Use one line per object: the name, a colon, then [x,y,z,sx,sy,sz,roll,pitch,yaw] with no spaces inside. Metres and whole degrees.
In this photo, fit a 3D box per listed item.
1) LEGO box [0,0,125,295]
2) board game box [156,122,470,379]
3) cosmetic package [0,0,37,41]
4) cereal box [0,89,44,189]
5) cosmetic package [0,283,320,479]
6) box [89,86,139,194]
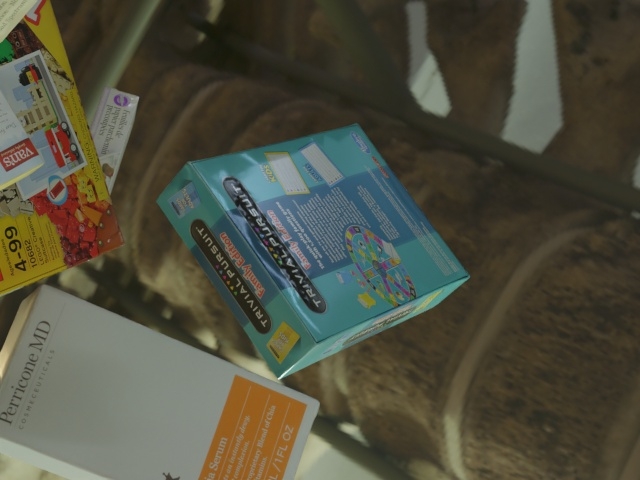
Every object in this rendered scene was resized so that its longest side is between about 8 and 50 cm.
LEGO box: [-0.504,-0.170,1.646,0.193,0.372,0.500,-11,-81,33]
board game box: [0.000,0.000,1.534,0.079,0.336,0.253,-45,-106,36]
cosmetic package: [-0.360,-0.254,1.010,0.160,0.309,0.113,-39,-111,35]
cereal box: [-0.442,-0.149,1.430,0.047,0.240,0.173,-24,-172,47]
cosmetic package: [-0.256,0.262,1.874,0.161,0.453,0.230,-29,-140,64]
box: [-0.367,-0.113,2.096,0.067,0.063,0.324,114,-11,-52]
